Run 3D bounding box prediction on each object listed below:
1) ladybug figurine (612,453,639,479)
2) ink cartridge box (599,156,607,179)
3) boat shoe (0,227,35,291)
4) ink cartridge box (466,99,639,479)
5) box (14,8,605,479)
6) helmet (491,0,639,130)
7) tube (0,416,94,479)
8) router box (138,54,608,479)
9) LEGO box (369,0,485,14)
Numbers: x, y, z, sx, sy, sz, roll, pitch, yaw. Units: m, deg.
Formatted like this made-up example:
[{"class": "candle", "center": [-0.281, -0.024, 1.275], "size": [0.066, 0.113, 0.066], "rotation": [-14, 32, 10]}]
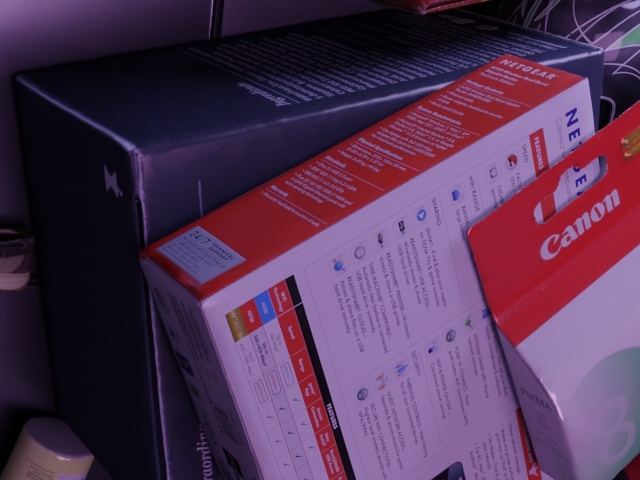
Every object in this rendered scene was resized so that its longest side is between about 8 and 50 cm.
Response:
[{"class": "ladybug figurine", "center": [0.275, 0.278, 1.134], "size": [0.449, 0.305, 0.162], "rotation": [-37, 105, 12]}, {"class": "ink cartridge box", "center": [0.406, -0.043, 1.001], "size": [0.166, 0.285, 0.395], "rotation": [40, 50, -39]}, {"class": "boat shoe", "center": [-0.271, 0.001, 0.789], "size": [0.152, 0.056, 0.049], "rotation": [12, 97, -48]}, {"class": "ink cartridge box", "center": [0.203, 0.040, 0.763], "size": [0.181, 0.056, 0.224], "rotation": [-36, 128, -20]}, {"class": "box", "center": [0.000, 0.000, 0.877], "size": [0.395, 0.212, 0.293], "rotation": [-16, 118, -31]}, {"class": "helmet", "center": [0.231, -0.181, 1.001], "size": [0.169, 0.169, 0.161], "rotation": [-55, 140, -4]}, {"class": "tube", "center": [-0.255, 0.258, 0.908], "size": [0.240, 0.070, 0.062], "rotation": [-65, 168, 12]}, {"class": "router box", "center": [0.069, 0.089, 0.773], "size": [0.301, 0.082, 0.335], "rotation": [-30, 124, -23]}, {"class": "LEGO box", "center": [0.212, -0.411, 0.865], "size": [0.500, 0.193, 0.372], "rotation": [-17, 118, -29]}]
